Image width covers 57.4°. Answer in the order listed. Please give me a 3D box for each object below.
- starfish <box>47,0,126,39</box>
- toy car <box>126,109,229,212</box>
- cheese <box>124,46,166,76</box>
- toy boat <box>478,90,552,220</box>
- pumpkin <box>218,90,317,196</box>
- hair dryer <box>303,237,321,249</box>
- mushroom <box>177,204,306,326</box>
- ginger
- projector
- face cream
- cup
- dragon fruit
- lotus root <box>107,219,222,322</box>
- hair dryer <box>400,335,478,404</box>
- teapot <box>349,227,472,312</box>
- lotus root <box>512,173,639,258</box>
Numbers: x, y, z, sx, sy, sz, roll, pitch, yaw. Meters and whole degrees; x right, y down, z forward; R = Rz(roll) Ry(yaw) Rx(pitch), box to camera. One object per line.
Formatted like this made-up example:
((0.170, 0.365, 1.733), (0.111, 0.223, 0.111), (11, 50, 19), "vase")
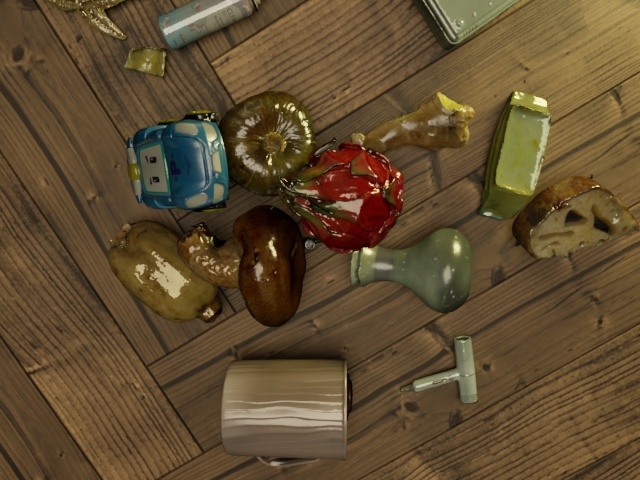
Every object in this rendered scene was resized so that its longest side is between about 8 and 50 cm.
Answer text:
((-0.490, -0.530, 1.222), (0.247, 0.050, 0.138), (30, 96, -7), "starfish")
((-0.296, -0.149, 1.164), (0.165, 0.314, 0.198), (-13, 103, -33), "toy car")
((-0.372, -0.385, 1.245), (0.084, 0.041, 0.060), (6, 106, -16), "cheese")
((0.417, -0.177, 1.247), (0.111, 0.084, 0.277), (14, 97, -4), "toy boat")
((-0.107, -0.193, 1.201), (0.218, 0.162, 0.219), (-1, 94, -18), "pumpkin")
((0.000, 0.000, 1.301), (0.083, 0.047, 0.026), (-15, 98, -12), "hair dryer")
((-0.126, 0.053, 1.203), (0.254, 0.267, 0.267), (-7, 100, 37), "mushroom")
((0.185, -0.216, 1.250), (0.294, 0.086, 0.131), (-24, 126, 13), "ginger")
((0.272, -0.551, 1.184), (0.192, 0.099, 0.257), (-34, 97, 4), "projector")
((-0.219, -0.475, 1.213), (0.229, 0.075, 0.075), (-24, 98, 5), "face cream")
((-0.066, 0.379, 1.298), (0.273, 0.288, 0.208), (1, 63, 1), "cup")
((0.030, -0.078, 1.153), (0.292, 0.233, 0.234), (-7, 99, -25), "dragon fruit")
((-0.330, 0.075, 1.263), (0.284, 0.146, 0.160), (42, 112, -7), "lotus root")
((0.263, 0.305, 1.344), (0.183, 0.044, 0.155), (-6, 96, 5), "hair dryer")
((0.193, 0.056, 1.248), (0.250, 0.183, 0.184), (6, 99, 11), "teapot")
((0.542, -0.051, 1.243), (0.260, 0.074, 0.170), (-19, 123, 4), "lotus root")
